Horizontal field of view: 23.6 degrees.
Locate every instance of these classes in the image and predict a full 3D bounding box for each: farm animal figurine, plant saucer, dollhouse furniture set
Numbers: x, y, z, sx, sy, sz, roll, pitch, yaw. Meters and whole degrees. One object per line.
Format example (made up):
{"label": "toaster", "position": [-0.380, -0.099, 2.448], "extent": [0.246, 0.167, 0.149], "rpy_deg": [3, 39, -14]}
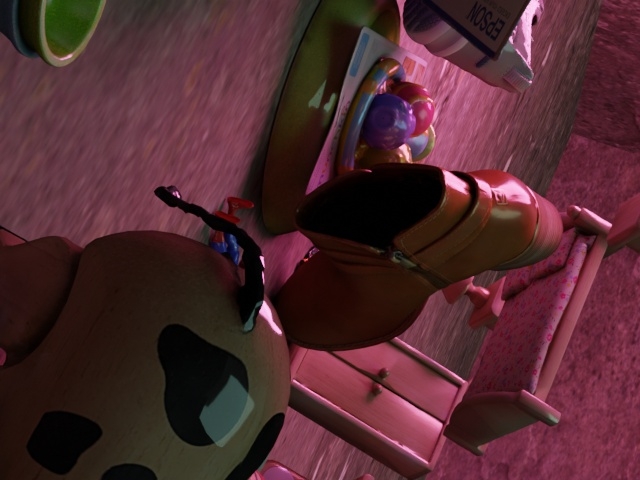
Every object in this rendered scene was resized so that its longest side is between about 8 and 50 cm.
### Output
{"label": "farm animal figurine", "position": [-0.086, 0.139, 0.506], "extent": [0.330, 0.172, 0.326], "rpy_deg": [14, 93, -34]}
{"label": "plant saucer", "position": [0.017, -0.112, 1.263], "extent": [0.241, 0.037, 0.241], "rpy_deg": [20, 90, -78]}
{"label": "dollhouse furniture set", "position": [0.099, 0.101, 1.322], "extent": [0.355, 0.174, 0.303], "rpy_deg": [-41, -160, 59]}

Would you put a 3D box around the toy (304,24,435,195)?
{"label": "toy", "position": [0.061, -0.091, 1.266], "extent": [0.237, 0.056, 0.137], "rpy_deg": [-2, 111, -77]}

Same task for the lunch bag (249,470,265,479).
{"label": "lunch bag", "position": [-0.054, 0.220, 0.786], "extent": [0.120, 0.258, 0.293], "rpy_deg": [-36, 128, 7]}

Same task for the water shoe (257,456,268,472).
{"label": "water shoe", "position": [-0.087, 0.179, 1.244], "extent": [0.080, 0.073, 0.203], "rpy_deg": [-109, -148, -66]}

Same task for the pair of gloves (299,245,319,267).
{"label": "pair of gloves", "position": [0.000, 0.000, 1.425], "extent": [0.074, 0.010, 0.083], "rpy_deg": [-7, 116, -76]}

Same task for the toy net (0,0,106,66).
{"label": "toy net", "position": [-0.118, -0.164, 0.578], "extent": [0.232, 0.045, 0.122], "rpy_deg": [74, 38, -69]}

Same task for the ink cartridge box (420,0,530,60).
{"label": "ink cartridge box", "position": [0.181, -0.304, 1.119], "extent": [0.330, 0.071, 0.324], "rpy_deg": [-62, -159, 15]}

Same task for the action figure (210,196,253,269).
{"label": "action figure", "position": [-0.069, 0.024, 1.130], "extent": [0.038, 0.030, 0.115], "rpy_deg": [-62, 168, -53]}

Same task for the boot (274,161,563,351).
{"label": "boot", "position": [0.037, 0.014, 1.232], "extent": [0.220, 0.283, 0.109], "rpy_deg": [13, 66, -58]}

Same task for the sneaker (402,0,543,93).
{"label": "sneaker", "position": [0.134, -0.209, 1.311], "extent": [0.105, 0.115, 0.281], "rpy_deg": [-37, -159, 30]}
